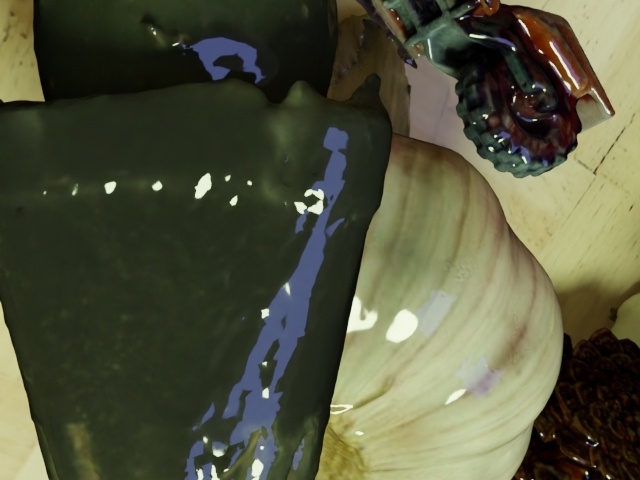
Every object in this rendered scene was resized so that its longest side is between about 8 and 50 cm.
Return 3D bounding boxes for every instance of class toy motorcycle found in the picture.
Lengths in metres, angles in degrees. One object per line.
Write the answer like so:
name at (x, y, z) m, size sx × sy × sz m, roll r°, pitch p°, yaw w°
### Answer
toy motorcycle at (0.076, -0.136, 0.917) m, size 0.118 × 0.084 × 0.212 m, roll -28°, pitch 90°, yaw -41°

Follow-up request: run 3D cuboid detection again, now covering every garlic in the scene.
garlic at (0.000, 0.000, 0.937) m, size 0.245 × 0.245 × 0.253 m, roll 51°, pitch 41°, yaw -45°

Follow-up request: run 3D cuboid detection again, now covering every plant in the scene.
plant at (-0.053, -0.017, 0.744) m, size 0.164 × 0.142 × 0.256 m, roll -2°, pitch 85°, yaw 3°

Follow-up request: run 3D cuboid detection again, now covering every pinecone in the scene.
pinecone at (0.134, 0.147, 1.144) m, size 0.163 × 0.163 × 0.165 m, roll 9°, pitch 136°, yaw -41°

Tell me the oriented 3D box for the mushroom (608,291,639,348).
mushroom at (0.256, 0.169, 1.298) m, size 0.123 × 0.095 × 0.351 m, roll -19°, pitch 128°, yaw -6°
